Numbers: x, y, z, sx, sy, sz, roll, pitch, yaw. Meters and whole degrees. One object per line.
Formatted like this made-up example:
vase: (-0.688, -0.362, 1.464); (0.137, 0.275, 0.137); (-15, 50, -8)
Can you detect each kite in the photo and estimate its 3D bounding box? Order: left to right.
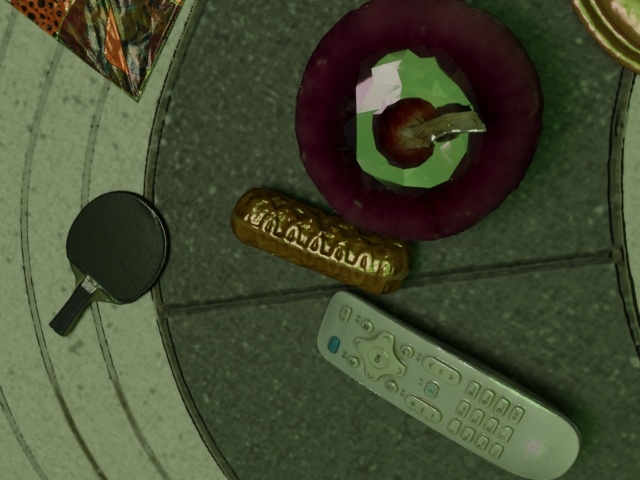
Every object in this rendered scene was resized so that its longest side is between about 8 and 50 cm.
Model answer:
kite: (-0.173, -0.180, 0.734); (0.222, 0.008, 0.125); (-10, 100, 19)

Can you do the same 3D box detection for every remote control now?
remote control: (0.103, 0.114, 0.690); (0.229, 0.044, 0.073); (29, 124, 18)

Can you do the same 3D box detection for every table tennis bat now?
table tennis bat: (-0.199, 0.025, 0.778); (0.095, 0.014, 0.158); (41, 107, 5)

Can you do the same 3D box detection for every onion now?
onion: (0.067, -0.086, 0.606); (0.177, 0.153, 0.177); (19, 125, 29)

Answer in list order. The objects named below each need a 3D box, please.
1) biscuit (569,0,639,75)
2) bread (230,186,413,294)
biscuit: (0.260, -0.178, 0.590); (0.220, 0.029, 0.142); (32, 108, 8)
bread: (0.000, 0.000, 0.695); (0.157, 0.044, 0.052); (20, 100, 12)
